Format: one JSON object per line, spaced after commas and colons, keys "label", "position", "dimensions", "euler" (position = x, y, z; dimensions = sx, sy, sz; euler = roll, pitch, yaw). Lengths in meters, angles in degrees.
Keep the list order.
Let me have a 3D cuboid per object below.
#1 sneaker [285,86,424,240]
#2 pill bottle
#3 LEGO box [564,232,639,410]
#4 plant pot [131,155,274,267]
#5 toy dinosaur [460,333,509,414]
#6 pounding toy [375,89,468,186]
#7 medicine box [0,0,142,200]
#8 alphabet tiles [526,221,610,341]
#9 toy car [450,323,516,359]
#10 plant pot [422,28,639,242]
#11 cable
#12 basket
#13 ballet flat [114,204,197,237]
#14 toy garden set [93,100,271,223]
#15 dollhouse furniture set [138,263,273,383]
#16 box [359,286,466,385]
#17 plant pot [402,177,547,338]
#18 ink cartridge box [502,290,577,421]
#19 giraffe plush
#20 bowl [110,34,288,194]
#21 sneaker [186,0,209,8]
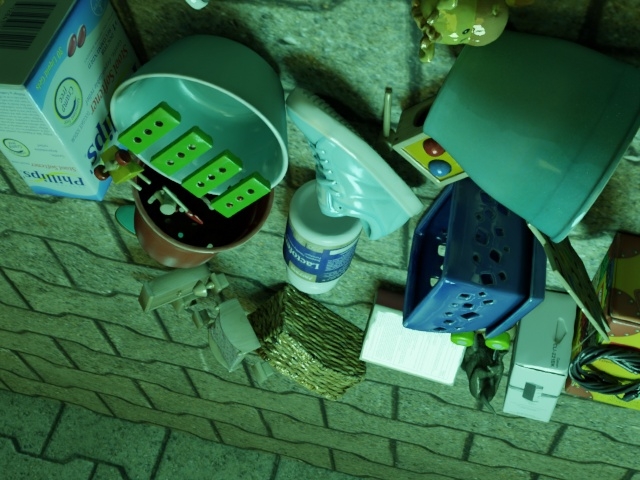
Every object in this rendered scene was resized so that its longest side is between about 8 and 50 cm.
{"label": "sneaker", "position": [0.039, -0.115, 1.463], "dimensions": [0.150, 0.135, 0.366], "euler": [-45, 125, 6]}
{"label": "pill bottle", "position": [0.000, 0.000, 1.707], "dimensions": [0.153, 0.153, 0.265], "euler": [16, 150, 2]}
{"label": "LEGO box", "position": [0.776, 0.207, 1.608], "dimensions": [0.499, 0.193, 0.373], "euler": [13, 149, 9]}
{"label": "plant pot", "position": [-0.259, -0.072, 1.641], "dimensions": [0.272, 0.273, 0.265], "euler": [24, 157, -12]}
{"label": "toy dinosaur", "position": [0.394, 0.312, 1.972], "dimensions": [0.120, 0.314, 0.160], "euler": [-4, 128, -14]}
{"label": "pounding toy", "position": [0.168, -0.173, 1.395], "dimensions": [0.181, 0.094, 0.206], "euler": [35, 145, -28]}
{"label": "medicine box", "position": [-0.438, -0.259, 1.395], "dimensions": [0.149, 0.264, 0.289], "euler": [7, 149, 18]}
{"label": "alphabet tiles", "position": [0.407, 0.009, 1.400], "dimensions": [0.011, 0.285, 0.342], "euler": [-28, 131, 21]}
{"label": "toy car", "position": [0.377, 0.186, 1.827], "dimensions": [0.148, 0.155, 0.188], "euler": [3, 153, 23]}
{"label": "plant pot", "position": [0.297, -0.175, 1.180], "dimensions": [0.255, 0.272, 0.272], "euler": [30, 150, 6]}
{"label": "cable", "position": [0.564, 0.255, 1.558], "dimensions": [0.184, 0.047, 0.150], "euler": [33, 147, -23]}
{"label": "basket", "position": [-0.055, 0.301, 2.117], "dimensions": [0.299, 0.214, 0.223], "euler": [35, 124, -28]}
{"label": "ballet flat", "position": [-0.375, -0.022, 1.945], "dimensions": [0.232, 0.080, 0.073], "euler": [18, 165, 1]}
{"label": "toy garden set", "position": [-0.240, -0.120, 1.388], "dimensions": [0.203, 0.049, 0.244], "euler": [-29, 131, 31]}
{"label": "dollhouse furniture set", "position": [-0.306, 0.254, 2.066], "dimensions": [0.356, 0.173, 0.303], "euler": [61, 152, 14]}
{"label": "box", "position": [0.222, 0.224, 1.931], "dimensions": [0.232, 0.127, 0.149], "euler": [16, 108, 2]}
{"label": "plant pot", "position": [0.300, 0.048, 1.566], "dimensions": [0.212, 0.236, 0.236], "euler": [15, 150, -8]}
{"label": "ink cartridge box", "position": [0.490, 0.259, 1.837], "dimensions": [0.114, 0.197, 0.273], "euler": [11, 149, 12]}
{"label": "giraffe plush", "position": [0.189, -0.324, 1.058], "dimensions": [0.210, 0.171, 0.181], "euler": [2, 147, 24]}
{"label": "bowl", "position": [-0.185, -0.233, 1.410], "dimensions": [0.311, 0.163, 0.312], "euler": [13, 150, 7]}
{"label": "sneaker", "position": [-0.182, -0.473, 1.094], "dimensions": [0.146, 0.105, 0.296], "euler": [-23, 120, 17]}
